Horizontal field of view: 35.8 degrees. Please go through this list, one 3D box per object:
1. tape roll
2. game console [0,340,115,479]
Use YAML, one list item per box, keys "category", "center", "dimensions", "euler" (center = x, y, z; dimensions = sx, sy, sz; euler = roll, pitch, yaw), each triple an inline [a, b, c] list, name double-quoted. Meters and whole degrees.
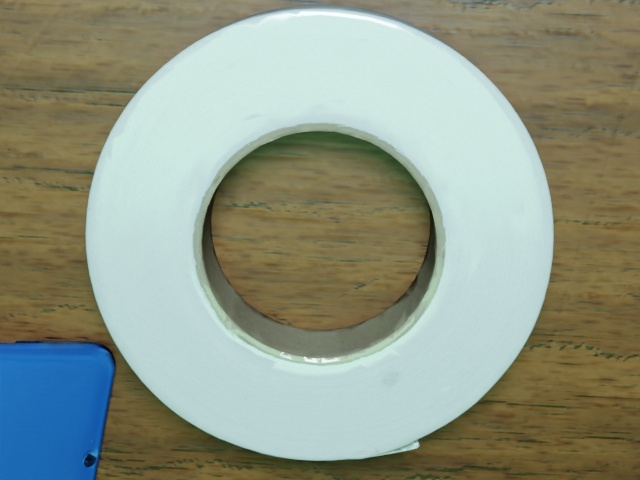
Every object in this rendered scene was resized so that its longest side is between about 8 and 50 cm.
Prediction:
- category: "tape roll"
  center: [0.000, 0.000, 0.838]
  dimensions: [0.392, 0.072, 0.392]
  euler: [0, 107, 0]
- category: "game console"
  center: [-0.360, 0.200, 0.927]
  dimensions: [0.250, 0.173, 0.293]
  euler: [22, 107, 27]
